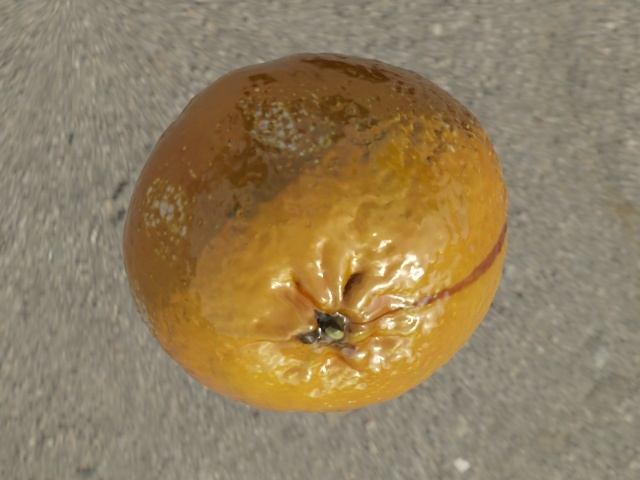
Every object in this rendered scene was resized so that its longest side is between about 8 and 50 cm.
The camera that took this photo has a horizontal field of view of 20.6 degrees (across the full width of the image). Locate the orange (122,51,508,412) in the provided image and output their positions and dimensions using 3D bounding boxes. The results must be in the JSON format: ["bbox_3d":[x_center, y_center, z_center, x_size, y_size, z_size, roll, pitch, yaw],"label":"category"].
[{"bbox_3d":[0.000,0.000,0.870,0.193,0.161,0.193,-12,133,-13],"label":"orange"}]
